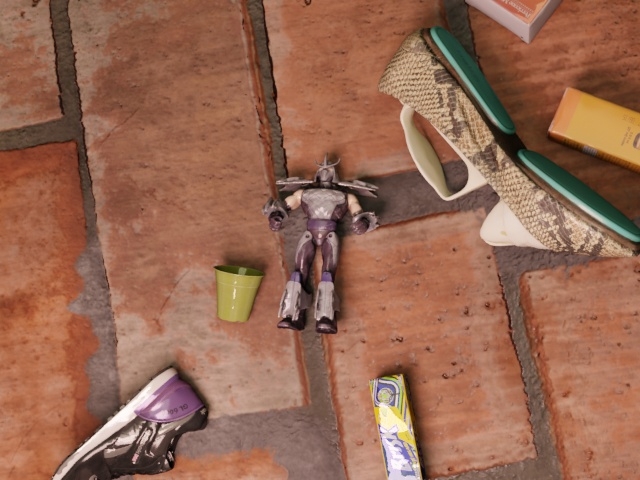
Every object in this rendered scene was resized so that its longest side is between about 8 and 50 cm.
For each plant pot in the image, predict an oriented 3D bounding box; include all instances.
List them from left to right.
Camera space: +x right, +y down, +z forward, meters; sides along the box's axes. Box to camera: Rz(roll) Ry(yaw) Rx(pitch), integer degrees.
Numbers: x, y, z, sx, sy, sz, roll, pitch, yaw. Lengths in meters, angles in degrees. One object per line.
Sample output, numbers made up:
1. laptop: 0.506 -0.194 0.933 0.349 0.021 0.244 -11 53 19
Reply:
1. plant pot: -0.133 0.086 1.568 0.083 0.083 0.079 10 98 11

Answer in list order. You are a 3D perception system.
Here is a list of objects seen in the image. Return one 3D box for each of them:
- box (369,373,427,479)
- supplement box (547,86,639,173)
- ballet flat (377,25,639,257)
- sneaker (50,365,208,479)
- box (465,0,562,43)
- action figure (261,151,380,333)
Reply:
1. box: 0.118 0.289 1.499 0.054 0.059 0.169 -13 81 11
2. supplement box: 0.463 -0.149 1.482 0.233 0.080 0.078 24 88 14
3. ballet flat: 0.261 -0.110 1.492 0.483 0.164 0.182 50 115 18
4. sneaker: -0.299 0.336 1.551 0.283 0.107 0.124 -43 84 3
5. box: 0.323 -0.418 1.534 0.130 0.091 0.170 37 90 12
6. action figure: 0.000 0.000 1.540 0.185 0.099 0.285 3 79 20
